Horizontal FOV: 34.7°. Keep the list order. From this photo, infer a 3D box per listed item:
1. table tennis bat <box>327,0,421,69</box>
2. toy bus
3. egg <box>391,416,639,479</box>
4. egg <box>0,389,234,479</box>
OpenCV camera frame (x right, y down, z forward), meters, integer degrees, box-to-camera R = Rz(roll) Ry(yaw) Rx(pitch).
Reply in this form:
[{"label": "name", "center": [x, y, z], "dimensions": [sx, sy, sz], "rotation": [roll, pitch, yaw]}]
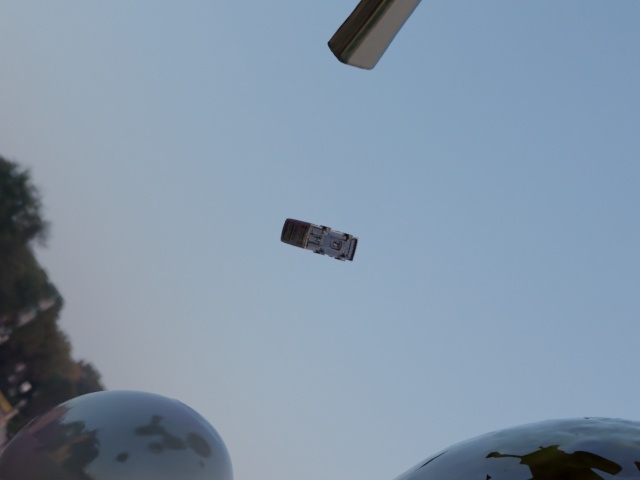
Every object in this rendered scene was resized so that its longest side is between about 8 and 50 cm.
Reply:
[{"label": "table tennis bat", "center": [0.103, -0.220, 0.596], "dimensions": [0.301, 0.173, 0.022], "rotation": [-52, -128, 29]}, {"label": "toy bus", "center": [0.000, 0.000, 1.280], "dimensions": [0.052, 0.037, 0.130], "rotation": [14, -1, 28]}, {"label": "egg", "center": [0.108, 0.181, 0.367], "dimensions": [0.238, 0.289, 0.238], "rotation": [0, -90, 36]}, {"label": "egg", "center": [-0.110, 0.132, 0.552], "dimensions": [0.103, 0.135, 0.103], "rotation": [4, -85, 53]}]
